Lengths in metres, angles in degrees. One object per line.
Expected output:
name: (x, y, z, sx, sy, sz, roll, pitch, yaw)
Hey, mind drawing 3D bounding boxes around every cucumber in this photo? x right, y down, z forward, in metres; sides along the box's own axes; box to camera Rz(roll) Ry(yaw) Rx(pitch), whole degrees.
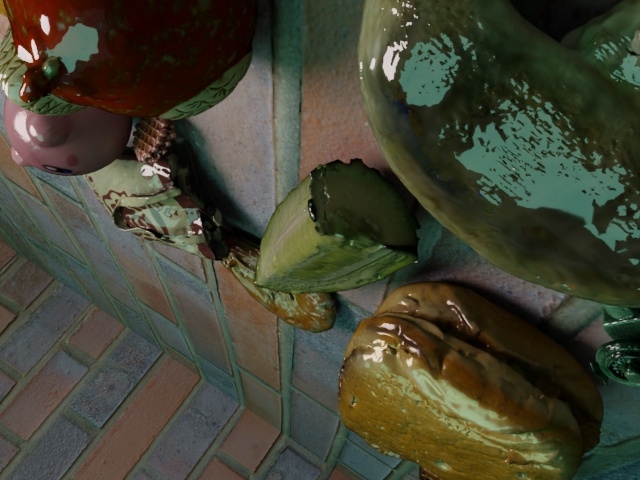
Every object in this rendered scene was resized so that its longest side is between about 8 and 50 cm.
cucumber: (0.003, -0.001, 0.792, 0.145, 0.105, 0.325, 14, 160, -16)

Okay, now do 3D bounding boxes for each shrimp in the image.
shrimp: (-0.092, 0.053, 1.057, 0.294, 0.062, 0.154, 37, 143, -7)

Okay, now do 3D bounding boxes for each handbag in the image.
handbag: (-0.270, -0.063, 0.994, 0.235, 0.127, 0.213, 14, 143, 40)

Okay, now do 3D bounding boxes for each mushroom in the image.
mushroom: (0.157, -0.069, 0.438, 0.344, 0.130, 0.247, 40, 159, -9)

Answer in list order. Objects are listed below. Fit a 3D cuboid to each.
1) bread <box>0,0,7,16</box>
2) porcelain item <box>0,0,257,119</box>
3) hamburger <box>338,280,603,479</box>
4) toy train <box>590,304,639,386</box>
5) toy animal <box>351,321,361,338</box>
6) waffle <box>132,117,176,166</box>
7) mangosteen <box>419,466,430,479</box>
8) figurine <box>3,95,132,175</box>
bread: (-0.459, -0.361, 0.808, 0.214, 0.053, 0.073, 35, 159, -3)
porcelain item: (-0.184, -0.193, 0.540, 0.253, 0.253, 0.253, 29, 154, 16)
hamburger: (0.173, 0.200, 0.792, 0.305, 0.174, 0.284, 34, 140, 15)
toy train: (0.353, 0.108, 0.540, 0.253, 0.105, 0.157, 44, 141, -20)
toy animal: (0.180, 0.234, 0.976, 0.324, 0.090, 0.195, 17, 140, 32)
waffle: (-0.232, -0.147, 0.862, 0.075, 0.083, 0.029, -31, 148, 30)
mangosteen: (0.242, 0.420, 1.008, 0.231, 0.289, 0.231, 46, -165, -17)
figurine: (-0.344, -0.169, 0.856, 0.173, 0.173, 0.173, 29, 154, 16)
